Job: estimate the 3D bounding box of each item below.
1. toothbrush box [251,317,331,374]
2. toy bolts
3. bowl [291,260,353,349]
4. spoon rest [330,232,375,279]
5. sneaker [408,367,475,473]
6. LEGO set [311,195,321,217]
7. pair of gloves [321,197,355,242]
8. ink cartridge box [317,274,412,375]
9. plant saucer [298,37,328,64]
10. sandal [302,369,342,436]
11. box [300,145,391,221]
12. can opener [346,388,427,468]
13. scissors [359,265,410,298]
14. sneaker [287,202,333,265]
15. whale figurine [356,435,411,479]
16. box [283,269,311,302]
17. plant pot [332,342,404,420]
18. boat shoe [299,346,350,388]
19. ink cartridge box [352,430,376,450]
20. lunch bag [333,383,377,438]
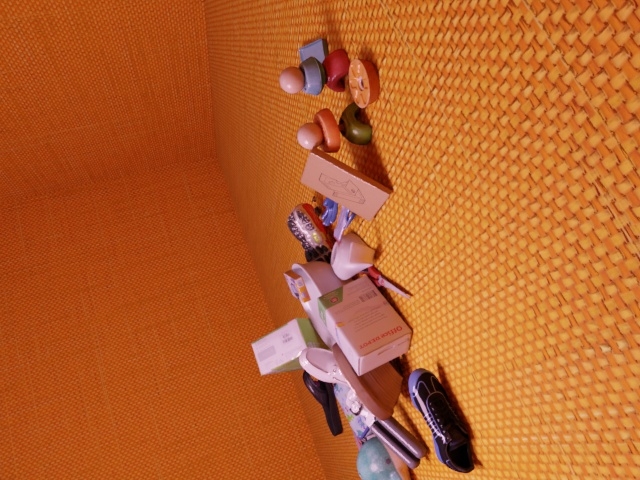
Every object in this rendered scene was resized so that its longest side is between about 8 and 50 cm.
[{"bbox_3d":[-0.064,0.365,1.738,0.283,0.206,0.122,17,-133,-56],"label":"toothbrush box"},{"bbox_3d":[0.008,-0.330,1.111,0.218,0.159,0.228,105,146,-62],"label":"toy bolts"},{"bbox_3d":[0.036,0.179,1.542,0.297,0.134,0.297,57,162,29],"label":"bowl"},{"bbox_3d":[0.087,0.043,1.357,0.276,0.084,0.137,169,111,-81],"label":"spoon rest"},{"bbox_3d":[0.270,0.390,1.090,0.232,0.082,0.090,67,162,0],"label":"sneaker"},{"bbox_3d":[-0.011,-0.108,1.676,0.054,0.024,0.083,148,119,-72],"label":"LEGO set"},{"bbox_3d":[0.049,-0.090,1.352,0.198,0.023,0.159,-118,40,-56],"label":"pair of gloves"},{"bbox_3d":[0.109,0.213,1.279,0.212,0.155,0.093,51,156,41],"label":"ink cartridge box"},{"bbox_3d":[-0.017,-0.482,1.313,0.192,0.018,0.067,-144,41,-67],"label":"plant saucer"},{"bbox_3d":[-0.005,0.693,2.292,0.167,0.107,0.445,180,74,-74],"label":"sandal"},{"bbox_3d":[0.054,-0.128,1.175,0.201,0.021,0.164,30,160,1],"label":"box"},{"bbox_3d":[0.183,0.513,1.412,0.280,0.093,0.074,37,108,36],"label":"can opener"},{"bbox_3d":[0.153,0.095,1.293,0.297,0.021,0.108,169,87,-76],"label":"scissors"},{"bbox_3d":[0.000,0.000,1.623,0.278,0.108,0.118,64,-149,-19],"label":"sneaker"},{"bbox_3d":[0.205,0.749,1.549,0.216,0.141,0.271,117,134,-68],"label":"whale figurine"},{"bbox_3d":[-0.075,0.140,1.547,0.136,0.028,0.081,13,126,68],"label":"box"},{"bbox_3d":[0.143,0.345,1.334,0.237,0.110,0.237,50,-173,-8],"label":"plant pot"},{"bbox_3d":[0.074,0.386,1.515,0.096,0.277,0.098,123,168,-55],"label":"boat shoe"},{"bbox_3d":[0.172,0.701,1.778,0.176,0.069,0.370,143,113,-74],"label":"ink cartridge box"},{"bbox_3d":[0.131,0.512,1.631,0.218,0.090,0.176,62,145,35],"label":"lunch bag"}]
